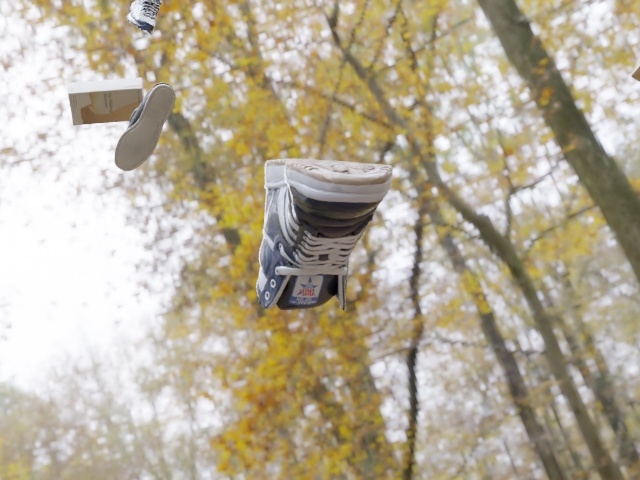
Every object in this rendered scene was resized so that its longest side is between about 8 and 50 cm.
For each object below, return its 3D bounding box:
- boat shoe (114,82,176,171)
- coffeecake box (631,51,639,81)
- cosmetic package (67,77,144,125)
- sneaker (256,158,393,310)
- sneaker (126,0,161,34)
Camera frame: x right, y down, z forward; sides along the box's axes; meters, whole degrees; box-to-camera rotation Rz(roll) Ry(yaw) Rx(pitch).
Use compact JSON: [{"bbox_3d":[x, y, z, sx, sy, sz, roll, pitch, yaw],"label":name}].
[{"bbox_3d":[-0.227,-0.147,1.517,0.046,0.038,0.125,25,-82,-16],"label":"boat shoe"},{"bbox_3d":[0.357,-0.229,1.035,0.068,0.185,0.142,29,-36,-3],"label":"coffeecake box"},{"bbox_3d":[-0.333,-0.217,1.844,0.115,0.041,0.060,-6,-56,-5],"label":"cosmetic package"},{"bbox_3d":[0.000,0.000,1.120,0.099,0.153,0.282,3,3,-12],"label":"sneaker"},{"bbox_3d":[-0.316,-0.419,2.130,0.052,0.135,0.058,27,-68,-26],"label":"sneaker"}]
